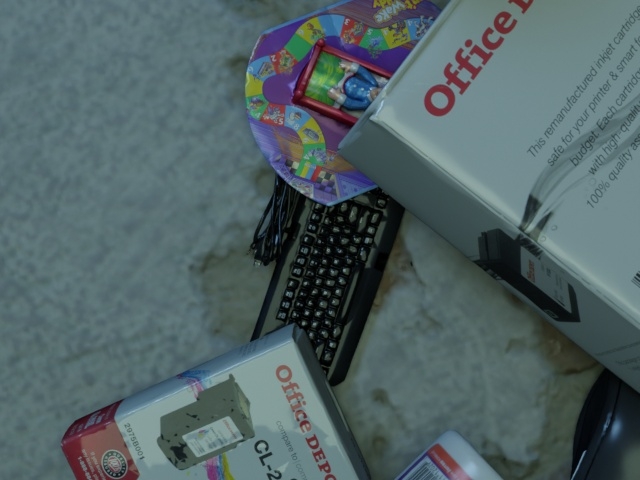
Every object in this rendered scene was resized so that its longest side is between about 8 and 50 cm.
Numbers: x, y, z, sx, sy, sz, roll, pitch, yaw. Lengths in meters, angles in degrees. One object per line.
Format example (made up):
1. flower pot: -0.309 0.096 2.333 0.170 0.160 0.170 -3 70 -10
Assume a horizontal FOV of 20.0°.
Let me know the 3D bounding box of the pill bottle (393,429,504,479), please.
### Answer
1. pill bottle: 0.056 0.230 1.229 0.193 0.108 0.108 -43 90 -1

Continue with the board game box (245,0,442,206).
1. board game box: 0.032 -0.107 1.258 0.169 0.033 0.133 -22 84 -11

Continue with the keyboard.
1. keyboard: 0.000 0.000 1.269 0.100 0.038 0.192 18 88 0

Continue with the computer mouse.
1. computer mouse: 0.242 0.219 1.255 0.184 0.060 0.262 22 89 1

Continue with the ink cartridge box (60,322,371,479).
1. ink cartridge box: -0.069 0.150 1.236 0.175 0.072 0.127 -25 94 4

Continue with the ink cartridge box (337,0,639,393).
1. ink cartridge box: 0.201 -0.059 1.198 0.307 0.129 0.223 38 76 -3
